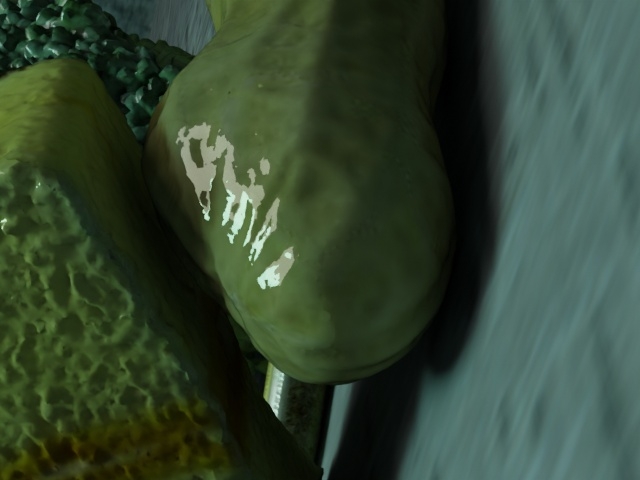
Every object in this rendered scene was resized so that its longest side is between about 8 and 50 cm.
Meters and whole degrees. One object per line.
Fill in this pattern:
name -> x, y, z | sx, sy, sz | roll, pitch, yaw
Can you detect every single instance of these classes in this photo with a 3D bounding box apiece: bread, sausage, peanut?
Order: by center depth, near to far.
peanut -> -0.008, -0.058, 0.707 | 0.275, 0.125, 0.111 | -88, -11, -45
bread -> -0.086, 0.068, 0.708 | 0.141, 0.266, 0.178 | -3, 36, 43
sausage -> 0.000, 0.000, 0.862 | 0.033, 0.032, 0.269 | 143, 137, -76

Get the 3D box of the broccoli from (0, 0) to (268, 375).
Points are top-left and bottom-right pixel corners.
broccoli -> -0.153, -0.005, 1.055 | 0.277, 0.338, 0.317 | -51, -13, 0
